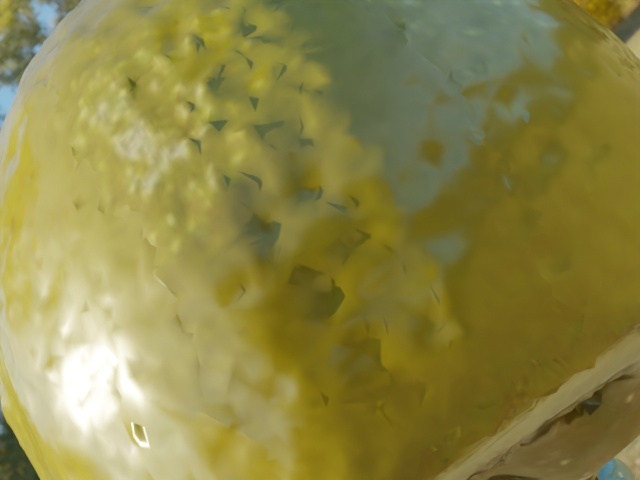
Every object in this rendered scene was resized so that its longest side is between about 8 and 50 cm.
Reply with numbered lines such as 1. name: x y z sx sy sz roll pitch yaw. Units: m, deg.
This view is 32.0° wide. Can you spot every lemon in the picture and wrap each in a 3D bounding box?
1. lemon: 0.000 0.000 0.551 0.364 0.364 0.364 -47 -2 -3

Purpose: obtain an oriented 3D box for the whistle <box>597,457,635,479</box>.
1. whistle: 0.287 0.260 1.280 0.092 0.244 0.110 -28 -42 -23
